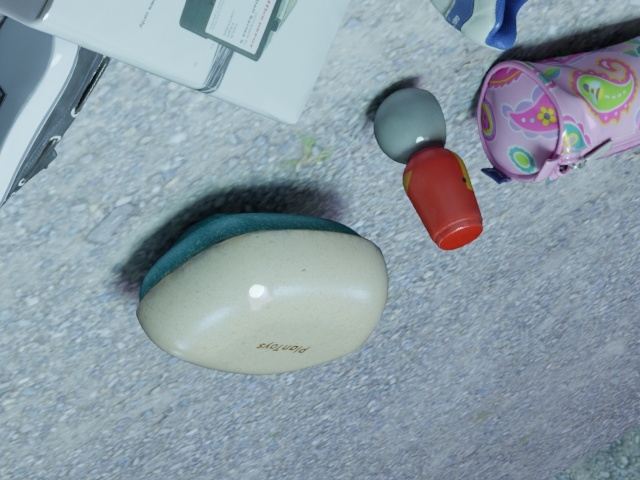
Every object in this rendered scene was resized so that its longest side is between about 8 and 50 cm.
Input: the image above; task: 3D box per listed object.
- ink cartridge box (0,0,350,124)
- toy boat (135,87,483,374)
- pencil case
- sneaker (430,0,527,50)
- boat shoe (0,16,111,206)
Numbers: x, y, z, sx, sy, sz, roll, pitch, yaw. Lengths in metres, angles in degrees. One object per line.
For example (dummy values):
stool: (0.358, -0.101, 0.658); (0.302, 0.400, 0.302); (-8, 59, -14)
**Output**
ink cartridge box: (-0.128, -0.170, 0.960); (0.121, 0.211, 0.289); (-66, 158, 4)
toy boat: (0.000, 0.000, 1.657); (0.318, 0.148, 0.267); (-34, 154, 24)
pencil case: (0.278, -0.129, 1.749); (0.284, 0.124, 0.124); (-16, 153, -36)
sneaker: (0.206, -0.254, 1.382); (0.296, 0.131, 0.112); (-37, 156, 8)
boat shoe: (-0.210, -0.077, 1.285); (0.076, 0.080, 0.228); (-4, 137, -47)
